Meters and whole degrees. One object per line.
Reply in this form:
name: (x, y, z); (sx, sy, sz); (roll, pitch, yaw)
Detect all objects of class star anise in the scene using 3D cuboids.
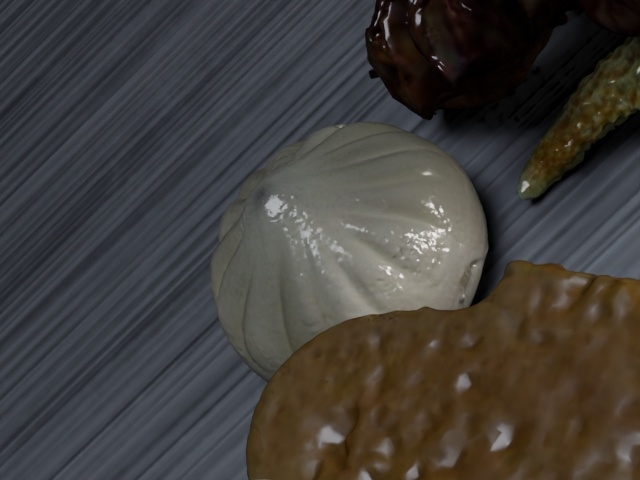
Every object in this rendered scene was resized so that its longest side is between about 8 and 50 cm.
star anise: (0.086, -0.135, 0.872); (0.220, 0.126, 0.190); (-36, 35, 43)

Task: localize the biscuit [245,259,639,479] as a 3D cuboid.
biscuit: (0.099, 0.200, 0.718); (0.368, 0.076, 0.394); (0, 66, 38)

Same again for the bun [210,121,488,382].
bun: (0.000, 0.000, 0.907); (0.138, 0.094, 0.138); (-23, 49, 29)

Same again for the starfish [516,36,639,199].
starfish: (0.242, -0.112, 0.809); (0.347, 0.078, 0.358); (4, 65, 37)
